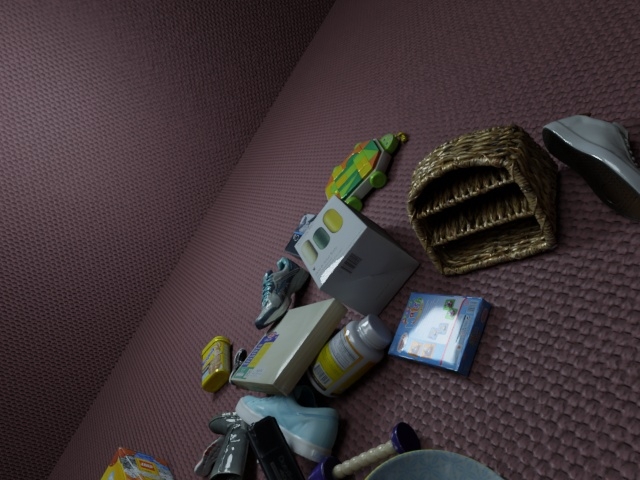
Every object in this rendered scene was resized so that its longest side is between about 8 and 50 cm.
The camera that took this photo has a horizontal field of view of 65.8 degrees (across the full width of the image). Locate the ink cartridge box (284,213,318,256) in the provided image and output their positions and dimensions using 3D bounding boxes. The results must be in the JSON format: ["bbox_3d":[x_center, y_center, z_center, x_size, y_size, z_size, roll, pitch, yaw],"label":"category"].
[{"bbox_3d":[0.000,0.000,1.689,0.333,0.065,0.165,13,71,60],"label":"ink cartridge box"}]

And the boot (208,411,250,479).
[{"bbox_3d":[-0.274,0.600,1.427,0.190,0.076,0.208,-24,33,26],"label":"boot"}]

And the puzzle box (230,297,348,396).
[{"bbox_3d":[-0.100,0.298,1.382,0.272,0.052,0.409,-52,11,-25],"label":"puzzle box"}]

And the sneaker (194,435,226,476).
[{"bbox_3d":[-0.344,0.660,1.548,0.158,0.061,0.065,-51,21,9],"label":"sneaker"}]

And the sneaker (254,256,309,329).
[{"bbox_3d":[-0.154,0.168,1.619,0.110,0.122,0.283,-36,15,44],"label":"sneaker"}]

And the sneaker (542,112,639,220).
[{"bbox_3d":[0.548,-0.159,0.922,0.123,0.106,0.290,-24,46,3],"label":"sneaker"}]

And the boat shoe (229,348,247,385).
[{"bbox_3d":[-0.276,0.432,1.691,0.038,0.046,0.125,-10,55,55],"label":"boat shoe"}]

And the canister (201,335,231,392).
[{"bbox_3d":[-0.382,0.454,1.814,0.126,0.073,0.170,-47,30,19],"label":"canister"}]

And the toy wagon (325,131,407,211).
[{"bbox_3d":[0.152,-0.253,1.704,0.344,0.068,0.267,-46,29,20],"label":"toy wagon"}]

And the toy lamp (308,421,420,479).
[{"bbox_3d":[0.080,0.466,1.040,0.275,0.080,0.080,-41,31,29],"label":"toy lamp"}]

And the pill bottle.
[{"bbox_3d":[0.072,0.278,1.210,0.215,0.117,0.117,-45,29,20],"label":"pill bottle"}]

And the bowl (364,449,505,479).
[{"bbox_3d":[0.177,0.487,0.739,0.289,0.290,0.156,-100,8,-53],"label":"bowl"}]

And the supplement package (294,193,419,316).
[{"bbox_3d":[0.089,0.039,1.350,0.199,0.198,0.262,-53,27,9],"label":"supplement package"}]

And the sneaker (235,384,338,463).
[{"bbox_3d":[-0.078,0.442,1.280,0.366,0.135,0.150,6,64,48],"label":"sneaker"}]

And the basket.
[{"bbox_3d":[0.330,-0.085,1.074,0.299,0.213,0.223,-21,43,49],"label":"basket"}]

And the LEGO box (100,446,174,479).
[{"bbox_3d":[-0.657,0.987,1.556,0.372,0.193,0.500,11,71,61],"label":"LEGO box"}]

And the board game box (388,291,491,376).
[{"bbox_3d":[0.255,0.197,1.086,0.211,0.039,0.160,-2,59,57],"label":"board game box"}]

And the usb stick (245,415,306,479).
[{"bbox_3d":[-0.079,0.527,1.103,0.278,0.077,0.045,57,161,23],"label":"usb stick"}]

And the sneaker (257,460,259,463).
[{"bbox_3d":[-0.122,0.549,1.309,0.134,0.051,0.070,-34,40,44],"label":"sneaker"}]
